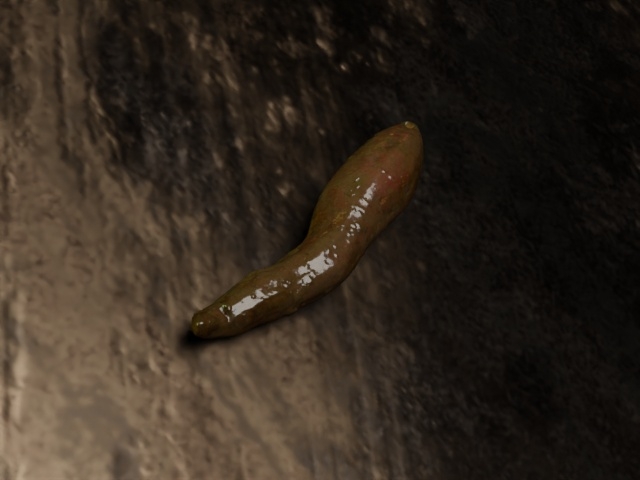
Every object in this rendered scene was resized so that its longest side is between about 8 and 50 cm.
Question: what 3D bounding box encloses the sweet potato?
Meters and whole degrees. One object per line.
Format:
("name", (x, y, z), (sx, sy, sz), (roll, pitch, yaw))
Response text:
("sweet potato", (0.000, 0.001, 0.684), (0.050, 0.050, 0.214), (44, 55, 0))
